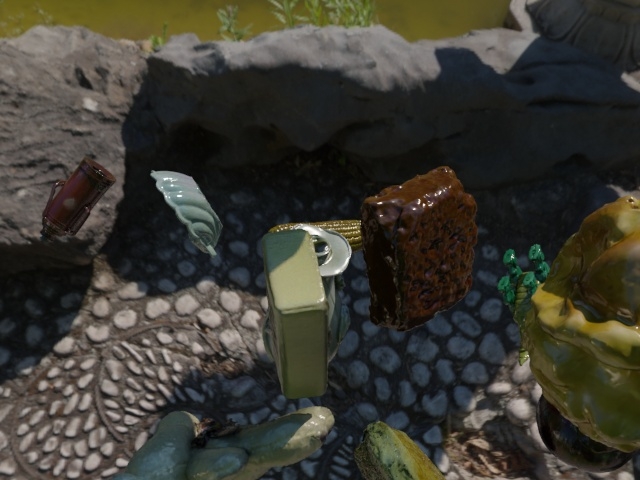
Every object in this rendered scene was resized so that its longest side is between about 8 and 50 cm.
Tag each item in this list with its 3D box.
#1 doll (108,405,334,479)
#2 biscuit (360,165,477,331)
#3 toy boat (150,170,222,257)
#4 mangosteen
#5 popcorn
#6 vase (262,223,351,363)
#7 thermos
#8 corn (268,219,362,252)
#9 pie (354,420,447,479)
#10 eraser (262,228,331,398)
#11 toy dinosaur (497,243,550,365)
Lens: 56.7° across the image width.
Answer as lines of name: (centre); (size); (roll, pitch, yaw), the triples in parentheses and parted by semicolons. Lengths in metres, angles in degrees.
doll: (-0.119, 0.263, 0.753); (0.278, 0.175, 0.149); (-20, 46, 2)
biscuit: (0.281, 0.029, 1.631); (0.342, 0.395, 0.166); (-23, 29, -29)
toy boat: (-0.357, -0.087, 1.644); (0.100, 0.290, 0.199); (-31, 36, -6)
mangosteen: (0.618, 0.387, 1.335); (0.231, 0.289, 0.231); (2, 47, -2)
popcorn: (0.456, 0.122, 0.757); (0.348, 0.381, 0.349); (-2, 98, -14)
vase: (-0.036, 0.167, 1.607); (0.249, 0.445, 0.250); (4, 44, -4)
thermos: (-0.615, -0.086, 1.473); (0.124, 0.099, 0.232); (40, 93, 25)
corn: (0.000, 0.000, 1.892); (0.344, 0.131, 0.131); (-7, 68, -25)
pie: (0.244, 0.666, 1.599); (0.180, 0.418, 0.395); (-41, 78, -8)
eraser: (-0.028, 0.086, 0.664); (0.058, 0.172, 0.117); (-9, 46, -9)
toy dinosaur: (0.399, 0.120, 1.138); (0.153, 0.094, 0.259); (55, 46, -19)
